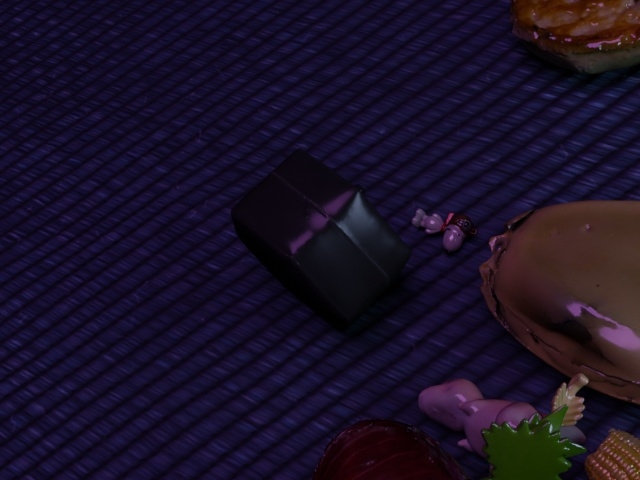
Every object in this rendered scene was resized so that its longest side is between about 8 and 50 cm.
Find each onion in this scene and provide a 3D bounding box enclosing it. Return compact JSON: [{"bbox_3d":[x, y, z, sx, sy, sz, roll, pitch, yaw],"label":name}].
[{"bbox_3d":[0.073,0.316,0.987,0.219,0.252,0.252,-26,55,4],"label":"onion"}]

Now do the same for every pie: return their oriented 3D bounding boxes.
[{"bbox_3d":[0.428,-0.359,1.375,0.315,0.092,0.315,-9,53,12],"label":"pie"}]

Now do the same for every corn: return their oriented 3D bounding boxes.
[{"bbox_3d":[0.364,0.283,1.024,0.165,0.063,0.085,44,105,36],"label":"corn"}]

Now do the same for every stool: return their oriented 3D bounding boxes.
[{"bbox_3d":[0.000,0.000,1.225,0.141,0.232,0.232,-47,57,-9],"label":"stool"}]

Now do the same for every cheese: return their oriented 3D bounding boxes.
[{"bbox_3d":[0.346,0.061,1.131,0.315,0.128,0.260,15,57,21],"label":"cheese"}]

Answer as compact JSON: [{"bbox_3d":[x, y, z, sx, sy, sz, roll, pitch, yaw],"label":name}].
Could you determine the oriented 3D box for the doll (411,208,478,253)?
[{"bbox_3d":[0.171,-0.020,1.287,0.058,0.040,0.085,-47,57,1],"label":"doll"}]

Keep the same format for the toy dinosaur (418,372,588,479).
[{"bbox_3d":[0.216,0.233,1.090,0.194,0.152,0.177,-6,19,5],"label":"toy dinosaur"}]
